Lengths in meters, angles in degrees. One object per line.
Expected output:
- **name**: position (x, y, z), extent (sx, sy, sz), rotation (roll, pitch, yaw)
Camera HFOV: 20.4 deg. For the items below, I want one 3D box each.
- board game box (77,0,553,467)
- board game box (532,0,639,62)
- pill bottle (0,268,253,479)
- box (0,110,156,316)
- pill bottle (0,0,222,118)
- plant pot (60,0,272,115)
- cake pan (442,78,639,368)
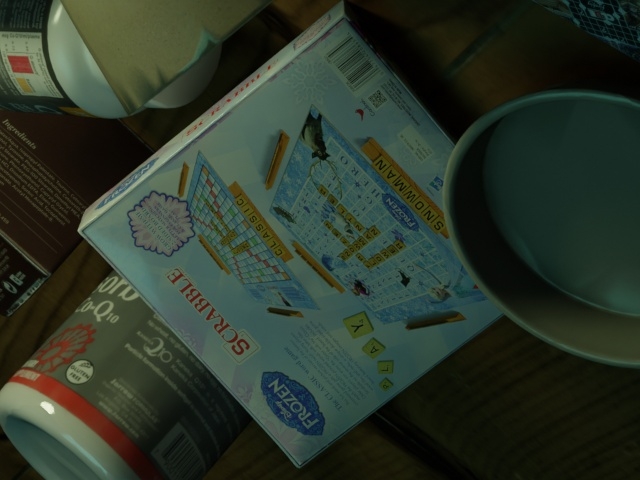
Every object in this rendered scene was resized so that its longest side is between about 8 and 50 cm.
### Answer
- **board game box**: position (0.000, 0.000, 1.645), extent (0.319, 0.318, 0.066), rotation (49, -167, -16)
- **board game box**: position (0.281, -0.185, 1.318), extent (0.243, 0.042, 0.165), rotation (32, 149, 11)
- **pill bottle**: position (-0.139, 0.104, 1.815), extent (0.210, 0.363, 0.210), rotation (33, 155, 18)
- **box**: position (-0.325, -0.057, 1.976), extent (0.167, 0.203, 0.168), rotation (43, 150, -7)
- **pill bottle**: position (-0.238, -0.200, 1.737), extent (0.278, 0.162, 0.162), rotation (8, 138, 42)
- **plant pot**: position (-0.125, -0.278, 1.304), extent (0.274, 0.256, 0.256), rotation (52, 148, -7)
- **cake pan**: position (0.248, -0.018, 1.511), extent (0.293, 0.054, 0.293), rotation (17, 134, 18)
